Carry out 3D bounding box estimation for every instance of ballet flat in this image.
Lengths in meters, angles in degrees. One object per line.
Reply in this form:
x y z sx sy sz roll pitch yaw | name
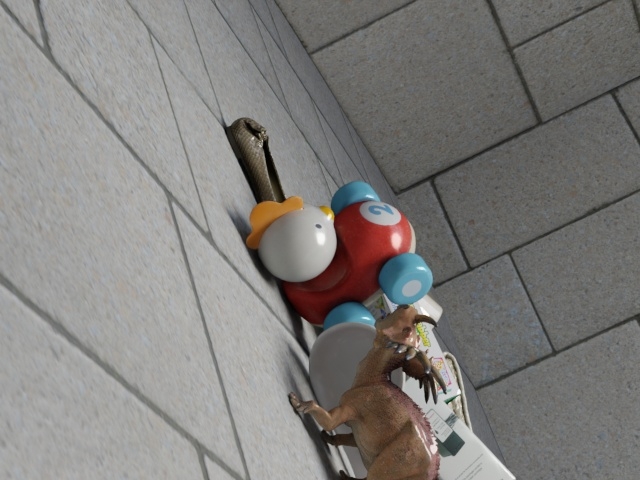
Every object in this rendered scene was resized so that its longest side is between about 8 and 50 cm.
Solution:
-0.071 -0.080 2.158 0.250 0.058 0.084 65 9 4 | ballet flat

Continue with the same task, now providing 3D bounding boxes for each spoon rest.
0.065 0.242 1.867 0.084 0.137 0.276 -40 117 -64 | spoon rest

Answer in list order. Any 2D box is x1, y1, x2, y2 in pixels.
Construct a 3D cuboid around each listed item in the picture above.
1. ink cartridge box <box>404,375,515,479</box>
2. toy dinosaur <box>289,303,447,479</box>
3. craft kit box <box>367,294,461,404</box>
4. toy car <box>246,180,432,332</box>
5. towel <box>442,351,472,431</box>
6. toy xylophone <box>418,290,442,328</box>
0.161 0.306 1.976 0.208 0.087 0.153 47 -22 11 | ink cartridge box
0.097 0.238 1.746 0.296 0.200 0.127 66 8 10 | toy dinosaur
0.107 0.169 2.141 0.247 0.061 0.250 63 -22 13 | craft kit box
0.000 0.000 1.946 0.238 0.210 0.219 39 13 -44 | toy car
0.191 0.339 2.162 0.187 0.049 0.282 116 -31 -58 | towel
0.134 0.084 2.719 0.236 0.081 0.323 43 5 -3 | toy xylophone
